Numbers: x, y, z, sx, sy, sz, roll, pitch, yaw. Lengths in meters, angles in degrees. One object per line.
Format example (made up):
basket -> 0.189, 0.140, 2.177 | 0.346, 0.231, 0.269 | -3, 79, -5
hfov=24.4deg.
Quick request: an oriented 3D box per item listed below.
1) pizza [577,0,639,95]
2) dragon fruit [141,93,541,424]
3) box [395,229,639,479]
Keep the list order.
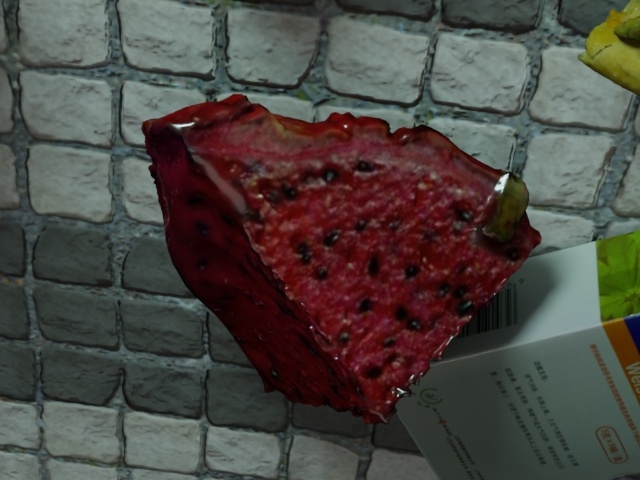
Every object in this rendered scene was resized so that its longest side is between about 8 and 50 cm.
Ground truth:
pizza -> 0.305, -0.158, 0.959 | 0.268, 0.087, 0.257 | 42, 138, 32
dragon fruit -> 0.000, 0.000, 1.147 | 0.302, 0.240, 0.330 | -36, 128, 11
box -> 0.221, 0.114, 1.302 | 0.300, 0.106, 0.200 | -15, 130, 21
